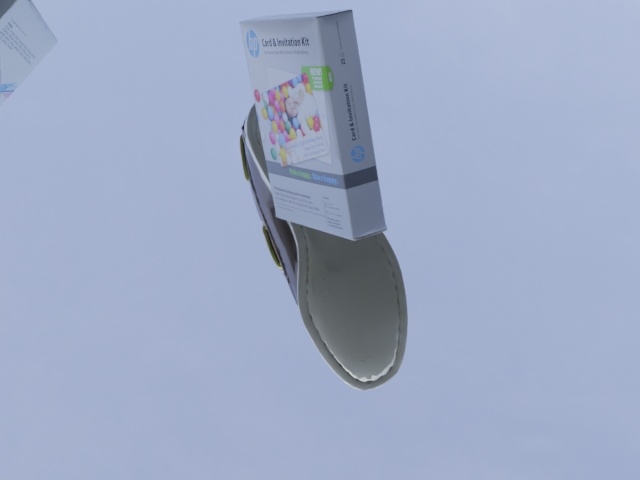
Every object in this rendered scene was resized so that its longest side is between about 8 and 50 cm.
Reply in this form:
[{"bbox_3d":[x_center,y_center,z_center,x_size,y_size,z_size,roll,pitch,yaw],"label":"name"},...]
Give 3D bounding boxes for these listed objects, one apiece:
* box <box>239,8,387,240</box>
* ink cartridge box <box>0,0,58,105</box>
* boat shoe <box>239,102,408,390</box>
[{"bbox_3d":[-0.008,-0.102,0.854,0.038,0.145,0.186,-17,-72,-27],"label":"box"},{"bbox_3d":[-0.373,-0.192,0.962,0.128,0.127,0.176,40,-96,8],"label":"ink cartridge box"},{"bbox_3d":[0.000,0.000,1.040,0.116,0.096,0.324,-24,-84,-13],"label":"boat shoe"}]
